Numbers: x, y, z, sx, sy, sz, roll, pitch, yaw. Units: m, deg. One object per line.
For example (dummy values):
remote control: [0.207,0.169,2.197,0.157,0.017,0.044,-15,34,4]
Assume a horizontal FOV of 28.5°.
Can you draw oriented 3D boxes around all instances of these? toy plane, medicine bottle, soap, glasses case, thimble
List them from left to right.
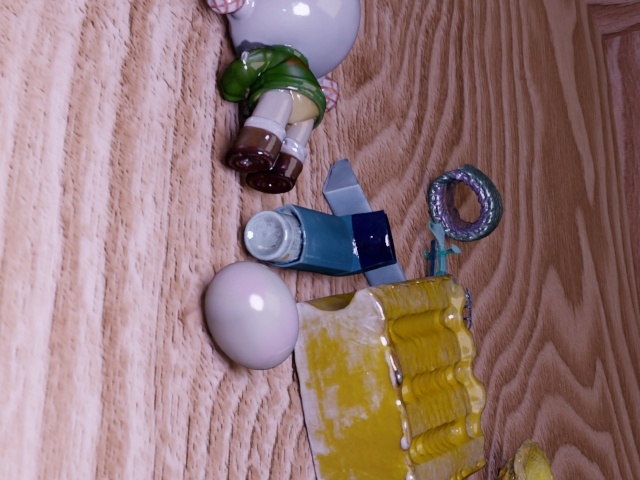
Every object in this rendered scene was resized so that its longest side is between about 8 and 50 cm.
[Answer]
medicine bottle: [0.000,0.000,1.645,0.258,0.124,0.079,10,69,-62]
glasses case: [0.078,0.010,1.917,0.266,0.056,0.105,62,3,-29]
soap: [0.106,0.202,1.728,0.335,0.156,0.294,-7,87,-67]
toy plane: [0.208,0.082,2.153,0.096,0.060,0.235,26,57,-44]
thimble: [0.262,-0.064,2.274,0.135,0.118,0.090,62,18,7]

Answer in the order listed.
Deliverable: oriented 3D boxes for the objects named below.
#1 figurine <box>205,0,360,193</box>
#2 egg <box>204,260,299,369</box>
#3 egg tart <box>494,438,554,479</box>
figurine: [-0.044,-0.242,1.637,0.281,0.167,0.370,43,48,-45]
egg: [-0.077,0.087,1.440,0.103,0.103,0.135,-64,136,-56]
egg tart: [0.372,0.465,2.256,0.212,0.090,0.213,49,33,-48]
